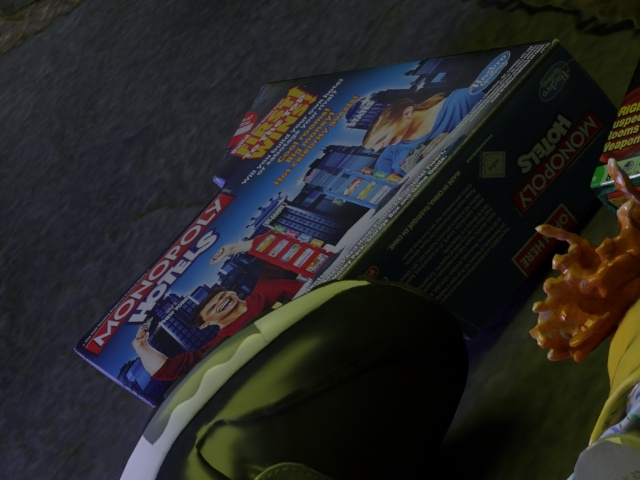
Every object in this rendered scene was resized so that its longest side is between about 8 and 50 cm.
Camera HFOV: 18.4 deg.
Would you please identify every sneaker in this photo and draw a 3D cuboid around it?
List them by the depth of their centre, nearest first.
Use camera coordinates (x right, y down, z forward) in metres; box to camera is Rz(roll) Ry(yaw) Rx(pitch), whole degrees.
[{"bbox_3d":[-0.028,0.147,0.630,0.283,0.107,0.124,-51,43,-2],"label":"sneaker"}]

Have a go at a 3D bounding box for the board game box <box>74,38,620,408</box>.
[{"bbox_3d":[0.000,0.000,0.790,0.194,0.060,0.194,-47,24,-10],"label":"board game box"}]

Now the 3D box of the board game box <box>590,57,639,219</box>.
[{"bbox_3d":[0.209,-0.085,0.637,0.260,0.030,0.136,-15,39,48],"label":"board game box"}]

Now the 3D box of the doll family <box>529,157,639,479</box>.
[{"bbox_3d":[0.140,0.006,0.485,0.263,0.118,0.163,-37,5,20],"label":"doll family"}]
